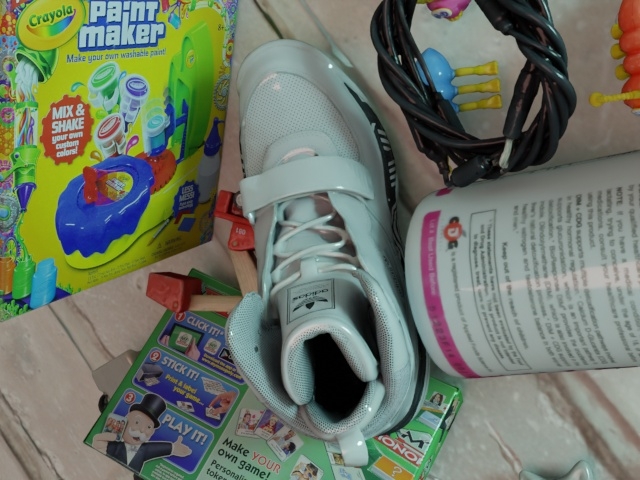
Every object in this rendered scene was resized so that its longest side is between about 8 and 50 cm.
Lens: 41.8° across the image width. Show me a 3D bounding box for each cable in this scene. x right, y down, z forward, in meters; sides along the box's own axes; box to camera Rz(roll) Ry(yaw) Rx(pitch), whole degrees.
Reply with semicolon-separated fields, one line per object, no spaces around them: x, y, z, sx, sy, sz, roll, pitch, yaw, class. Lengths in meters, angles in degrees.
0.105;-0.134;0.607;0.150;0.047;0.184;-18;91;54;cable

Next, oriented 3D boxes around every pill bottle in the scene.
0.222;0.016;0.632;0.283;0.160;0.160;-10;98;32;pill bottle

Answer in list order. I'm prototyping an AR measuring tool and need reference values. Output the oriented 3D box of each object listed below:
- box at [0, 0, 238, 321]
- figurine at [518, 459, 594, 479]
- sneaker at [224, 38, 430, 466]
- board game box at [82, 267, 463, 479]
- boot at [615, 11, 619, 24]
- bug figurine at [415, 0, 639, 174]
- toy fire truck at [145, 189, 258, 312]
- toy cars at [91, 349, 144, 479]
-0.242;-0.117;0.787;0.177;0.290;0.279;19;113;25;box
0.284;0.287;0.723;0.215;0.092;0.209;-15;88;33;figurine
0.000;0.000;0.681;0.137;0.210;0.365;-15;90;10;sneaker
-0.050;0.179;0.825;0.317;0.046;0.213;22;70;24;board game box
0.299;-0.209;0.593;0.190;0.069;0.086;-15;69;39;boot
0.152;-0.169;0.634;0.279;0.072;0.216;-7;94;49;bug figurine
-0.068;0.021;0.833;0.192;0.047;0.135;15;92;17;toy fire truck
-0.094;0.253;0.927;0.394;0.087;0.176;28;120;25;toy cars
